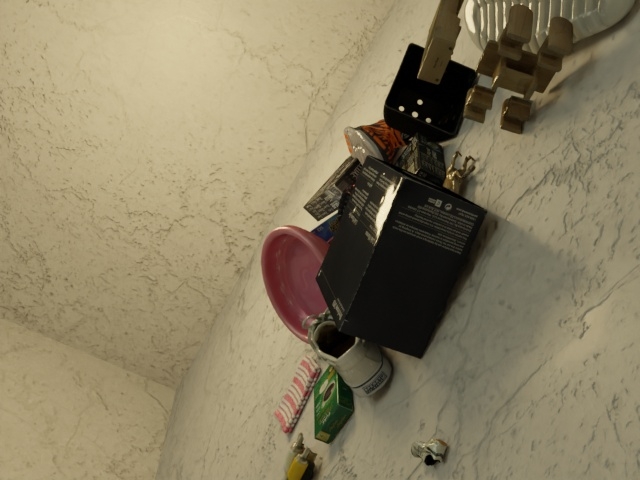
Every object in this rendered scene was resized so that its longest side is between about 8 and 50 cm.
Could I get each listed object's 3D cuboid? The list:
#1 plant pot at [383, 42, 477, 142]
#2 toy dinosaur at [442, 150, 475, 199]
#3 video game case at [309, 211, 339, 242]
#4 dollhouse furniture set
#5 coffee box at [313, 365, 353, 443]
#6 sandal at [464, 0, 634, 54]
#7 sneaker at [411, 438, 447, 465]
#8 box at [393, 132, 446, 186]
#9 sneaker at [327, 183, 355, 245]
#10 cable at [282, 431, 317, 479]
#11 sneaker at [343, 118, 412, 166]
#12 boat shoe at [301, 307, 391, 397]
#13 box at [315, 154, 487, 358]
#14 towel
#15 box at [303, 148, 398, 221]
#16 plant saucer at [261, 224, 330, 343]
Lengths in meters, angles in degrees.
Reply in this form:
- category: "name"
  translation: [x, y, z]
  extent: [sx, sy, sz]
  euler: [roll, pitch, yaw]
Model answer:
- category: "plant pot"
  translation: [0.262, -0.352, 1.756]
  extent: [0.167, 0.188, 0.187]
  euler: [116, 177, -76]
- category: "toy dinosaur"
  translation: [0.290, -0.147, 1.501]
  extent: [0.092, 0.053, 0.183]
  euler: [-59, 14, 26]
- category: "video game case"
  translation: [0.000, 0.000, 2.042]
  extent: [0.269, 0.061, 0.244]
  euler: [-35, -6, -36]
- category: "dollhouse furniture set"
  translation: [0.324, -0.358, 1.307]
  extent: [0.212, 0.242, 0.161]
  euler: [108, 179, -54]
- category: "coffee box"
  translation: [0.027, 0.360, 1.571]
  extent: [0.113, 0.040, 0.184]
  euler: [-58, 14, 21]
- category: "sandal"
  translation: [0.438, -0.437, 1.329]
  extent: [0.416, 0.102, 0.169]
  euler: [20, 127, 61]
- category: "sneaker"
  translation: [0.167, 0.340, 1.097]
  extent: [0.083, 0.032, 0.037]
  euler: [-44, 23, 56]
- category: "box"
  translation: [0.230, -0.152, 1.681]
  extent: [0.147, 0.077, 0.180]
  euler: [-56, 16, 32]
- category: "sneaker"
  translation: [0.094, -0.003, 1.892]
  extent: [0.112, 0.121, 0.299]
  euler: [0, -69, -65]
- category: "cable"
  translation: [-0.084, 0.567, 1.538]
  extent: [0.287, 0.072, 0.139]
  euler: [-64, 8, -1]
- category: "sneaker"
  translation: [0.181, -0.280, 1.886]
  extent: [0.180, 0.124, 0.321]
  euler: [-19, 25, -4]
- category: "boat shoe"
  translation: [0.030, 0.210, 1.519]
  extent: [0.136, 0.156, 0.367]
  euler: [-41, 16, 0]
- category: "box"
  translation: [0.146, 0.017, 1.414]
  extent: [0.343, 0.179, 0.312]
  euler: [-117, 50, -74]
- category: "towel"
  translation: [-0.063, 0.408, 1.851]
  extent: [0.197, 0.029, 0.144]
  euler: [-64, 14, -3]
- category: "box"
  translation: [0.088, -0.195, 2.155]
  extent: [0.242, 0.076, 0.307]
  euler: [-50, 8, -21]
- category: "plant saucer"
  translation: [-0.031, 0.113, 1.831]
  extent: [0.084, 0.332, 0.332]
  euler: [-22, -13, -34]
